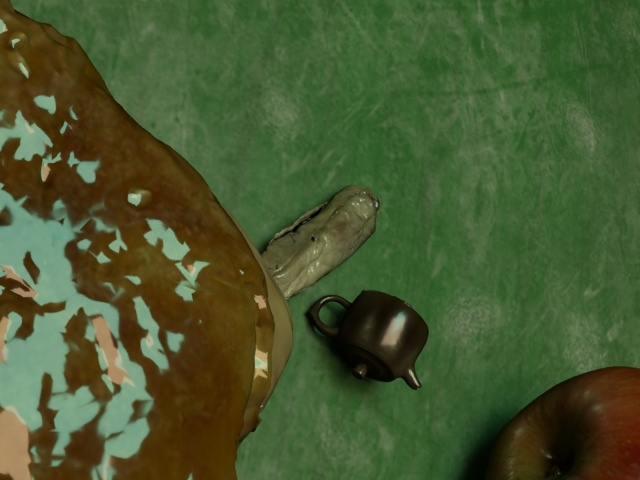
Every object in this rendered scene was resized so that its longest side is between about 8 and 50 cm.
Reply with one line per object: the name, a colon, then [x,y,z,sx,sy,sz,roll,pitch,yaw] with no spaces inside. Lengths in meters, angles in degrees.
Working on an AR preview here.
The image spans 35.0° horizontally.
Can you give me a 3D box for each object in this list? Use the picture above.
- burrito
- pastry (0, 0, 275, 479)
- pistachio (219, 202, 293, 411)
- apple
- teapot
burrito: [-0.001,0.000,0.916,0.188,0.045,0.058,-36,121,-40]
pastry: [-0.170,0.030,0.496,0.310,0.162,0.255,53,48,-13]
pistachio: [-0.117,0.036,0.749,0.157,0.157,0.229,-33,88,-38]
apple: [0.274,0.249,0.905,0.241,0.242,0.242,41,55,-20]
teapot: [0.043,0.089,0.901,0.121,0.076,0.068,30,64,8]
